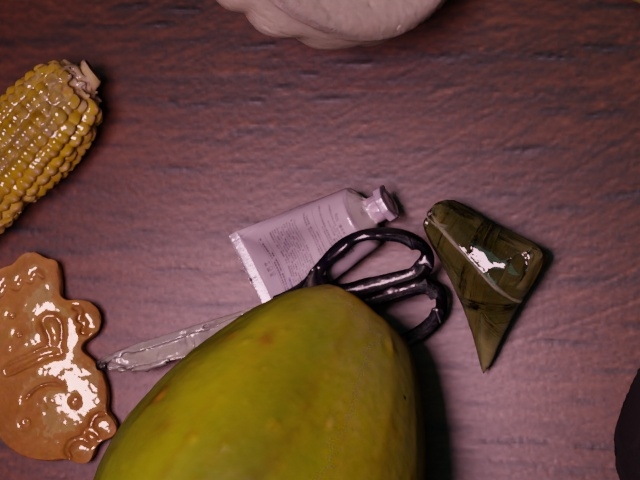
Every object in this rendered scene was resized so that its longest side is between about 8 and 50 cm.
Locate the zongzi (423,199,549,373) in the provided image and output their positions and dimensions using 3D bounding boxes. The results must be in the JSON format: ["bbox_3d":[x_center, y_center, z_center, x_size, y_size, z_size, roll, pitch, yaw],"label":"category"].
[{"bbox_3d":[0.115,0.034,1.434,0.104,0.052,0.113,30,103,17],"label":"zongzi"}]

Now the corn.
[{"bbox_3d":[-0.289,-0.040,1.491,0.288,0.086,0.086,-44,80,5],"label":"corn"}]

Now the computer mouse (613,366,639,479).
[{"bbox_3d":[0.308,0.114,1.377,0.122,0.073,0.217,30,90,11],"label":"computer mouse"}]

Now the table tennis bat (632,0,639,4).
[{"bbox_3d":[0.378,-0.293,1.411,0.369,0.054,0.224,-3,84,14],"label":"table tennis bat"}]

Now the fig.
[{"bbox_3d":[-0.036,0.189,1.352,0.258,0.258,0.326,21,70,11],"label":"fig"}]

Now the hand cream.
[{"bbox_3d":[0.000,0.000,1.459,0.142,0.053,0.084,-30,80,22],"label":"hand cream"}]

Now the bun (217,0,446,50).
[{"bbox_3d":[-0.018,-0.268,1.425,0.263,0.175,0.263,7,76,-29],"label":"bun"}]

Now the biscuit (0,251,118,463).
[{"bbox_3d":[-0.245,0.103,1.499,0.133,0.027,0.184,-10,84,8],"label":"biscuit"}]

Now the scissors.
[{"bbox_3d":[-0.046,0.066,1.449,0.300,0.022,0.109,-15,113,10],"label":"scissors"}]
